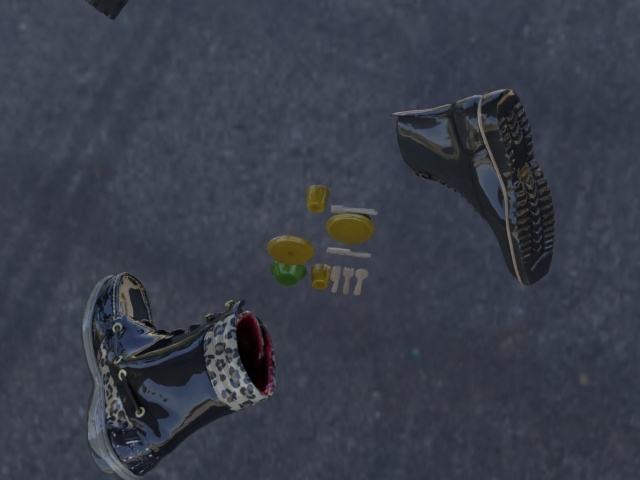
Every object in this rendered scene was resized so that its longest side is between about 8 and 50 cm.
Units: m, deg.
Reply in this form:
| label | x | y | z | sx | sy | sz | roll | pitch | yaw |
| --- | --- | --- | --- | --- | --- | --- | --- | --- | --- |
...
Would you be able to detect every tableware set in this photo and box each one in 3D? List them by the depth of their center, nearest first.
| label | x | y | z | sx | sy | sz | roll | pitch | yaw |
| --- | --- | --- | --- | --- | --- | --- | --- | --- | --- |
| tableware set | 0.000 | 0.000 | 1.596 | 0.104 | 0.154 | 0.024 | 7 | 54 | -1 |

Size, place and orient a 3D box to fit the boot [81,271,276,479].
| label | x | y | z | sx | sy | sz | roll | pitch | yaw |
| --- | --- | --- | --- | --- | --- | --- | --- | --- | --- |
| boot | -0.128 | 0.096 | 1.487 | 0.179 | 0.085 | 0.236 | -30 | 41 | 22 |

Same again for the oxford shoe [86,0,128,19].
| label | x | y | z | sx | sy | sz | roll | pitch | yaw |
| --- | --- | --- | --- | --- | --- | --- | --- | --- | --- |
| oxford shoe | -0.221 | -0.282 | 1.323 | 0.096 | 0.227 | 0.083 | -46 | 45 | 8 |

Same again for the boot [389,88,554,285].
| label | x | y | z | sx | sy | sz | roll | pitch | yaw |
| --- | --- | --- | --- | --- | --- | --- | --- | --- | --- |
| boot | 0.153 | -0.051 | 1.634 | 0.137 | 0.197 | 0.077 | -3 | 14 | 37 |
